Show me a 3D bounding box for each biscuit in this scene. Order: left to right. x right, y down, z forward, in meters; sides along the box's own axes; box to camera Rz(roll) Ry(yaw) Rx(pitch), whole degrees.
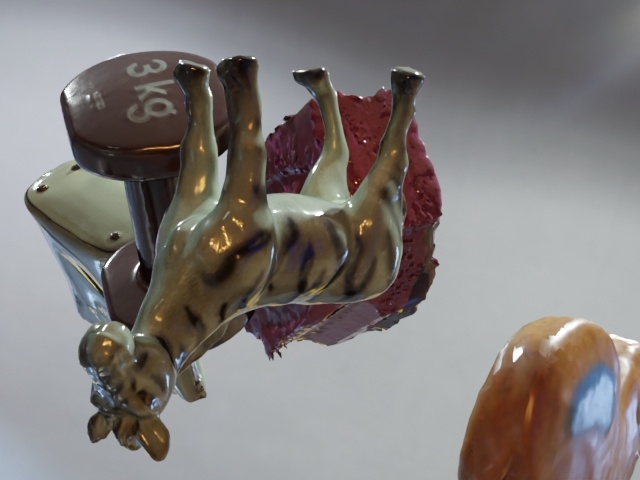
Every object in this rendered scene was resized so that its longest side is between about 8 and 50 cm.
[{"bbox_3d":[0.065,0.187,0.427,0.049,0.324,0.205,19,2,25],"label":"biscuit"}]

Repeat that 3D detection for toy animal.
[{"bbox_3d":[-0.041,-0.016,0.618,0.255,0.170,0.090,-27,27,-37],"label":"toy animal"}]

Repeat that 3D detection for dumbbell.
[{"bbox_3d":[-0.123,-0.026,0.920,0.124,0.225,0.140,-12,43,-11],"label":"dumbbell"}]

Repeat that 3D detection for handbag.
[{"bbox_3d":[-0.227,0.075,1.343,0.241,0.109,0.315,32,-39,37],"label":"handbag"}]

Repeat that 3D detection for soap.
[{"bbox_3d":[0.000,0.000,1.030,0.112,0.182,0.289,-7,-14,-25],"label":"soap"}]
